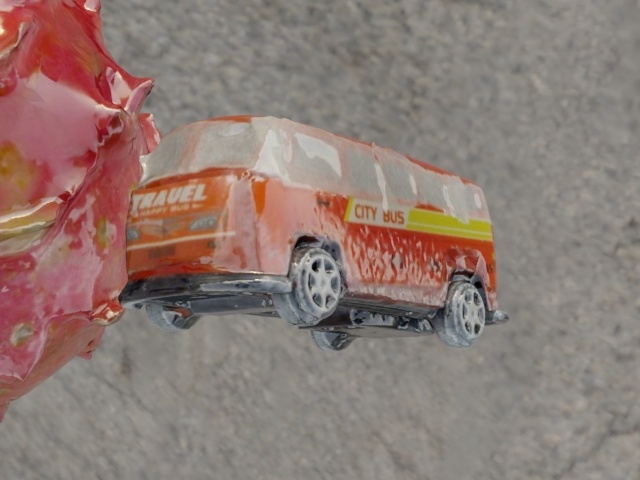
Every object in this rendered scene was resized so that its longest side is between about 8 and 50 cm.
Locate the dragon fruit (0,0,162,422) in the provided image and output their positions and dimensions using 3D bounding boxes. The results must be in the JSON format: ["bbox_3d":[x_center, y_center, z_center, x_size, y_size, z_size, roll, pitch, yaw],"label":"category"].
[{"bbox_3d":[-0.171,-0.013,0.659,0.210,0.205,0.268,-5,125,-19],"label":"dragon fruit"}]

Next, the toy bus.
[{"bbox_3d":[0.000,0.000,0.547,0.174,0.079,0.077,13,75,-52],"label":"toy bus"}]
